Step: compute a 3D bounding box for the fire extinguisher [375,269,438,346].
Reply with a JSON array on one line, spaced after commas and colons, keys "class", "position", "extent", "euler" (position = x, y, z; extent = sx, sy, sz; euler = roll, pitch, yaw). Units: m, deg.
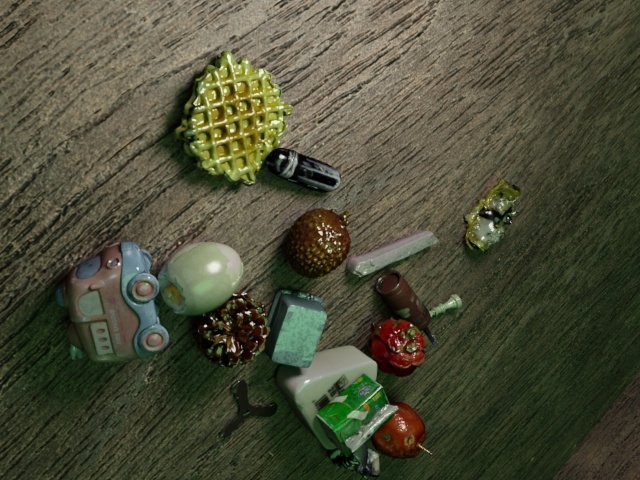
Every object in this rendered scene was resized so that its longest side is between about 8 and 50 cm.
[{"class": "fire extinguisher", "position": [0.322, 0.255, 1.895], "extent": [0.102, 0.138, 0.344], "euler": [-36, 124, 6]}]

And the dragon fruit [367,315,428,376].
[{"class": "dragon fruit", "position": [0.258, 0.368, 1.846], "extent": [0.192, 0.274, 0.193], "euler": [17, 61, -6]}]

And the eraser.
[{"class": "eraser", "position": [-0.001, 0.491, 1.761], "extent": [0.331, 0.150, 0.331], "euler": [-10, 111, -29]}]

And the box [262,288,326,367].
[{"class": "box", "position": [-0.081, 0.273, 1.646], "extent": [0.162, 0.130, 0.226], "euler": [16, 99, -20]}]

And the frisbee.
[{"class": "frisbee", "position": [-0.251, 0.548, 1.704], "extent": [0.187, 0.012, 0.211], "euler": [-45, 125, -11]}]

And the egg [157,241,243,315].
[{"class": "egg", "position": [-0.304, 0.092, 1.413], "extent": [0.217, 0.183, 0.183], "euler": [-28, 121, -39]}]

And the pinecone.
[{"class": "pinecone", "position": [-0.241, 0.252, 1.493], "extent": [0.222, 0.221, 0.221], "euler": [-11, 112, -30]}]

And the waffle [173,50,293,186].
[{"class": "waffle", "position": [-0.221, -0.309, 1.393], "extent": [0.297, 0.073, 0.317], "euler": [32, 80, -42]}]

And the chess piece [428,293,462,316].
[{"class": "chess piece", "position": [0.462, 0.257, 2.040], "extent": [0.149, 0.059, 0.059], "euler": [-23, 117, -18]}]

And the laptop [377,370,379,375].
[{"class": "laptop", "position": [0.136, 0.538, 1.935], "extent": [0.129, 0.016, 0.180], "euler": [29, 90, -48]}]

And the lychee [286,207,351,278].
[{"class": "lychee", "position": [0.000, 0.000, 1.561], "extent": [0.200, 0.200, 0.238], "euler": [30, 111, -36]}]

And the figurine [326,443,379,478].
[{"class": "figurine", "position": [0.124, 0.762, 1.934], "extent": [0.222, 0.145, 0.145], "euler": [38, 84, -29]}]

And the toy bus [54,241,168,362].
[{"class": "toy bus", "position": [-0.506, 0.157, 1.304], "extent": [0.232, 0.197, 0.294], "euler": [-12, 114, -18]}]

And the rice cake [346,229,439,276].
[{"class": "rice cake", "position": [0.246, 0.037, 1.811], "extent": [0.365, 0.073, 0.056], "euler": [-21, 113, -25]}]

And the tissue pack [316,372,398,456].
[{"class": "tissue pack", "position": [0.127, 0.559, 1.686], "extent": [0.209, 0.156, 0.148], "euler": [-35, 125, -21]}]

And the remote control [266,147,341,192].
[{"class": "remote control", "position": [-0.038, -0.194, 1.522], "extent": [0.266, 0.066, 0.090], "euler": [13, 96, -47]}]

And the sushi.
[{"class": "sushi", "position": [0.630, -0.092, 1.982], "extent": [0.139, 0.131, 0.291], "euler": [28, 98, -38]}]

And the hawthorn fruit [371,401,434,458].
[{"class": "hawthorn fruit", "position": [0.308, 0.716, 1.971], "extent": [0.207, 0.243, 0.207], "euler": [-29, 130, -40]}]
